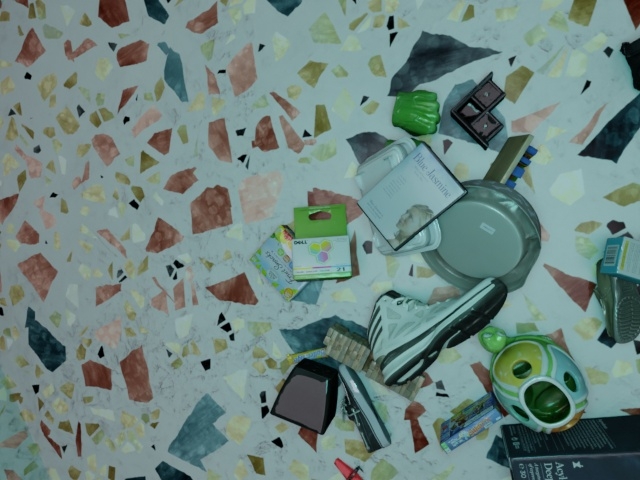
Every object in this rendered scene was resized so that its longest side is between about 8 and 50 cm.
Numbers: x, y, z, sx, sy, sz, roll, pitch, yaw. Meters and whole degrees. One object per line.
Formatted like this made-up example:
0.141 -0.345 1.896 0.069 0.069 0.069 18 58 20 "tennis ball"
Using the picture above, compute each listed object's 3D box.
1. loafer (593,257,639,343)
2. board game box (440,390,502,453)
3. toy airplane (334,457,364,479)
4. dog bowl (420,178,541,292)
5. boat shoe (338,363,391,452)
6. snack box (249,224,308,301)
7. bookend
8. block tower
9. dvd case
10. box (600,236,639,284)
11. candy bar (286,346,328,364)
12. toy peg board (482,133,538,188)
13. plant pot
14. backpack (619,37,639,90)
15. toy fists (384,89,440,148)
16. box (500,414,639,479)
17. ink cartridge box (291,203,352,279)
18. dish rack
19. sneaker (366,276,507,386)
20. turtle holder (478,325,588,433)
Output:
0.826 0.158 1.204 0.094 0.087 0.252 -1 87 -7 "loafer"
0.454 0.549 1.311 0.201 0.136 0.035 -42 81 16 "board game box"
0.091 0.834 1.496 0.151 0.028 0.152 1 92 19 "toy airplane"
0.449 -0.014 1.224 0.348 0.102 0.349 22 133 26 "dog bowl"
0.119 0.555 1.430 0.104 0.113 0.307 -28 95 7 "boat shoe"
-0.115 0.078 1.502 0.174 0.070 0.207 -46 79 12 "snack box"
0.499 -0.381 1.284 0.156 0.072 0.157 -43 81 15 "bookend"
0.172 0.393 1.417 0.335 0.097 0.091 26 100 17 "block tower"
0.243 -0.116 1.173 0.253 0.022 0.180 -42 77 23 "dvd case"
0.876 0.071 1.140 0.243 0.060 0.101 17 85 -6 "box"
-0.044 0.407 1.523 0.161 0.018 0.040 -16 88 18 "candy bar"
0.557 -0.210 1.237 0.079 0.161 0.161 28 101 -2 "toy peg board"
-0.033 0.503 1.440 0.187 0.187 0.167 17 92 14 "plant pot"
0.868 -0.482 1.105 0.115 0.182 0.152 -25 84 17 "backpack"
0.291 -0.323 1.344 0.142 0.096 0.280 17 99 26 "toy fists"
0.740 0.678 1.187 0.394 0.212 0.294 -13 88 17 "box"
0.000 0.000 1.404 0.188 0.097 0.256 -4 80 3 "ink cartridge box"
0.212 -0.113 1.297 0.285 0.072 0.334 -19 87 62 "dish rack"
0.305 0.203 1.278 0.447 0.169 0.258 -43 50 17 "sneaker"
0.600 0.376 1.208 0.243 0.227 0.321 -15 88 18 "turtle holder"
